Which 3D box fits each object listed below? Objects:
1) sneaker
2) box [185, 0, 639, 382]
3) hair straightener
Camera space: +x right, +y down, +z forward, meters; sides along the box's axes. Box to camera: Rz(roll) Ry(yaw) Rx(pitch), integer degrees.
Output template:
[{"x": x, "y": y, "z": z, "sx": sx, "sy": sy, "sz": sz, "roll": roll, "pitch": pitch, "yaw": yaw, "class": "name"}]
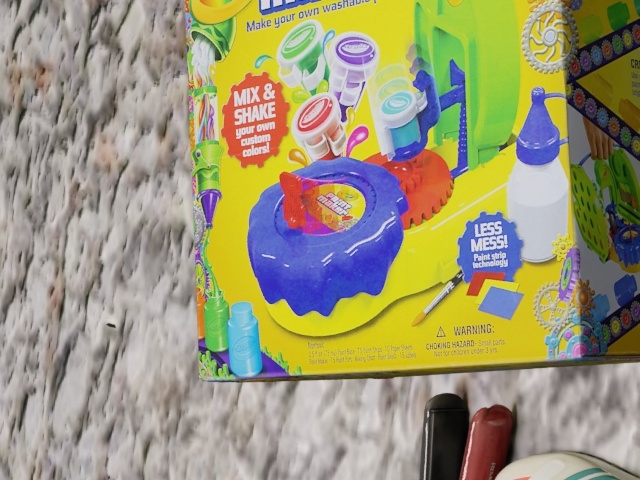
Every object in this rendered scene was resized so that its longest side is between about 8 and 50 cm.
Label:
[{"x": 0.157, "y": 0.165, "z": 1.033, "sx": 0.161, "sy": 0.075, "sz": 0.057, "roll": 13, "pitch": 97, "yaw": 42, "class": "sneaker"}, {"x": 0.080, "y": -0.059, "z": 1.046, "sx": 0.290, "sy": 0.177, "sz": 0.279, "roll": -8, "pitch": 82, "yaw": 43, "class": "box"}, {"x": 0.071, "y": 0.212, "z": 1.141, "sx": 0.089, "sy": 0.047, "sz": 0.230, "roll": 14, "pitch": 102, "yaw": 43, "class": "hair straightener"}]
